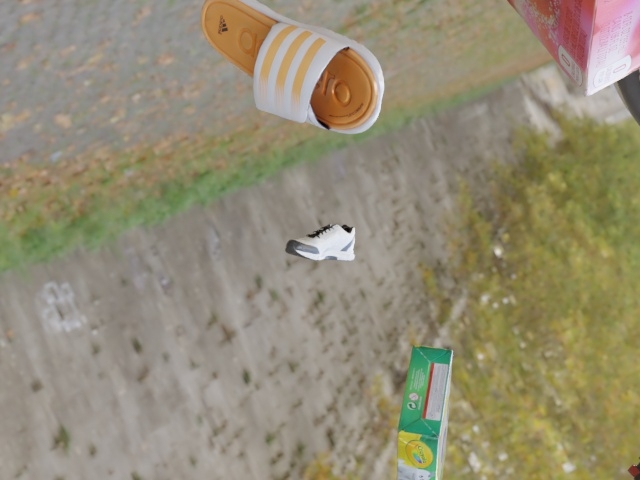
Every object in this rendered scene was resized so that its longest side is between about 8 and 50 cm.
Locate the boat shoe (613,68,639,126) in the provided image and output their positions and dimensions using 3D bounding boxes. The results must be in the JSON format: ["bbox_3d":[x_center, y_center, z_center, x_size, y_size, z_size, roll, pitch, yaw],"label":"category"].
[{"bbox_3d":[0.353,-0.063,0.890,0.112,0.335,0.095,-50,-149,9],"label":"boat shoe"}]

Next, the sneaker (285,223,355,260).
[{"bbox_3d":[0.000,0.000,1.352,0.040,0.043,0.109,18,-168,38],"label":"sneaker"}]

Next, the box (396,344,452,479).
[{"bbox_3d":[0.097,0.196,1.108,0.043,0.179,0.105,8,-133,8],"label":"box"}]

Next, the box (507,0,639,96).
[{"bbox_3d":[0.165,-0.234,0.578,0.154,0.142,0.300,-28,152,-6],"label":"box"}]

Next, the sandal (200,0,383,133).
[{"bbox_3d":[-0.051,-0.178,1.197,0.265,0.102,0.076,30,-143,33],"label":"sandal"}]

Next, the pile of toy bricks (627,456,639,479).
[{"bbox_3d":[0.419,0.262,1.224,0.105,0.118,0.212,-49,-168,4],"label":"pile of toy bricks"}]
